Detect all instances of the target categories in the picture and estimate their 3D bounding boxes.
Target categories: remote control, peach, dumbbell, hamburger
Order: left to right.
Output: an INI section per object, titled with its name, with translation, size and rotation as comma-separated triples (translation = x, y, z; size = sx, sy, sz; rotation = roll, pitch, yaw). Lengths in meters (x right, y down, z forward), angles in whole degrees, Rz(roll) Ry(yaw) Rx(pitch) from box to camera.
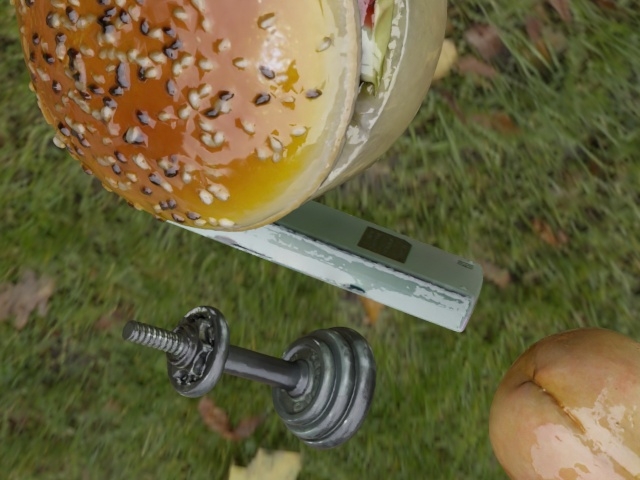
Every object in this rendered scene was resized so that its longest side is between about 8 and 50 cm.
[hamburger]
translation = -0.069, -0.151, 1.064
size = 0.300, 0.176, 0.300
rotation = 12, 109, 38
[dumbbell]
translation = -0.057, 0.107, 1.473
size = 0.254, 0.110, 0.110
rotation = 19, 107, -36
[remote control]
translation = 0.000, 0.001, 1.781
size = 0.344, 0.145, 0.050
rotation = 21, 105, 5
[peach]
translation = 0.244, 0.168, 1.596
size = 0.184, 0.184, 0.184
rotation = 0, 105, 1
